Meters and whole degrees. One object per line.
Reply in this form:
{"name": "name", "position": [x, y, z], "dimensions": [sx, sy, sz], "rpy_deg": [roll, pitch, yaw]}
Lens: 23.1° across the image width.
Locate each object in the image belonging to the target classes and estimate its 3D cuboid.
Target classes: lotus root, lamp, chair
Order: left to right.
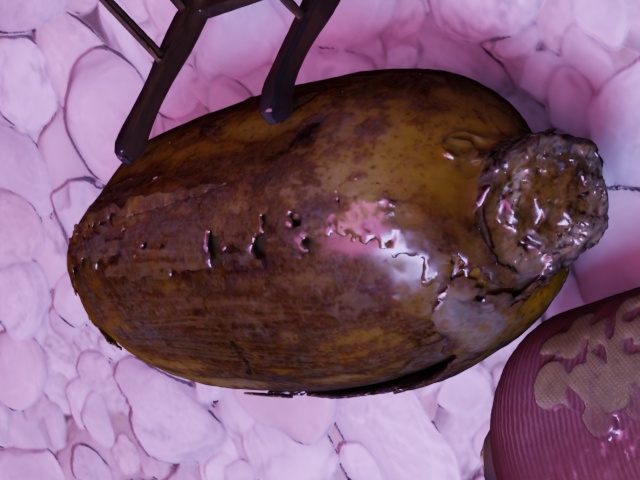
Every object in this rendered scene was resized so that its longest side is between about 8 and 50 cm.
{"name": "chair", "position": [-0.071, -0.229, 0.973], "dimensions": [0.160, 0.319, 0.186], "rpy_deg": [-12, 136, 42]}
{"name": "lotus root", "position": [0.000, 0.000, 0.973], "dimensions": [0.397, 0.179, 0.196], "rpy_deg": [-10, 134, 44]}
{"name": "lamp", "position": [0.196, 0.110, 0.860], "dimensions": [0.258, 0.180, 0.180], "rpy_deg": [-24, 89, 39]}
